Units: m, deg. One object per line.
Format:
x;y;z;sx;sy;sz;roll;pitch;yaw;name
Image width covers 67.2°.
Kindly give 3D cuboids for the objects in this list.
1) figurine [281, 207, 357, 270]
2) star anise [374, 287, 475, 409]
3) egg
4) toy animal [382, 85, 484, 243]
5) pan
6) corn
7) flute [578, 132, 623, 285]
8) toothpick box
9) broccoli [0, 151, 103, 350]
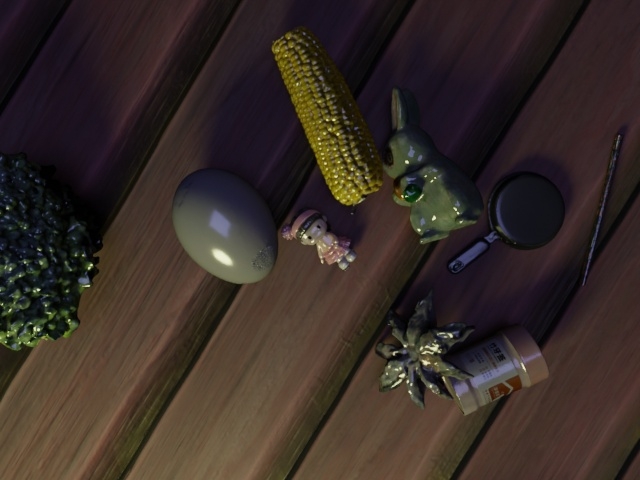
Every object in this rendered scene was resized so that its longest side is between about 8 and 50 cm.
0.000;0.000;0.810;0.129;0.054;0.072;40;106;-9;figurine
0.154;0.175;0.770;0.061;0.204;0.181;11;63;-42;star anise
-0.147;-0.021;0.757;0.146;0.146;0.199;-31;98;1;egg
0.162;-0.124;0.787;0.125;0.127;0.252;-27;78;12;toy animal
0.314;-0.019;0.820;0.235;0.028;0.136;-39;91;1;pan
0.019;-0.195;0.780;0.101;0.101;0.311;-22;88;0;corn
0.483;-0.053;0.828;0.014;0.014;0.270;14;92;-1;flute
0.280;0.211;0.793;0.148;0.098;0.099;-25;92;1;toothpick box
-0.506;0.047;0.712;0.348;0.280;0.293;-50;116;-33;broccoli
